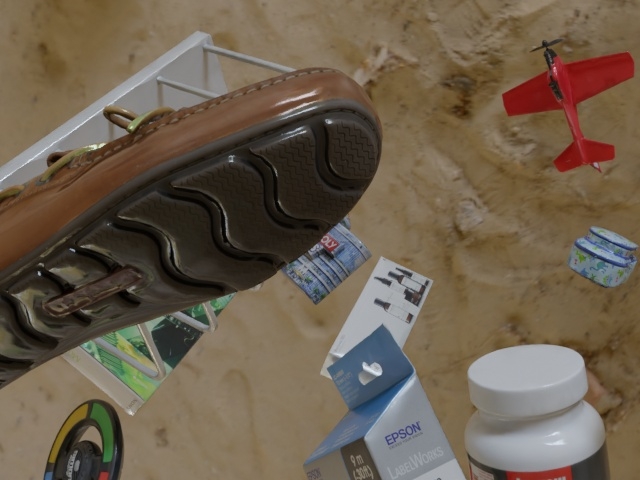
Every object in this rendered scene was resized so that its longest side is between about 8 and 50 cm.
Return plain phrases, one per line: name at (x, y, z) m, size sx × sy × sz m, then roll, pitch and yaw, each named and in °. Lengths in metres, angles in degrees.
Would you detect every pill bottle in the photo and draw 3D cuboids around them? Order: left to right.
pill bottle at (0.332, 0.357, 1.373) m, size 0.210 × 0.210 × 0.362 m, roll -3°, pitch 106°, yaw 32°

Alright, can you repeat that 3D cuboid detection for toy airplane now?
toy airplane at (0.251, -0.131, 0.914) m, size 0.151 × 0.028 × 0.151 m, roll 21°, pitch 127°, yaw 31°

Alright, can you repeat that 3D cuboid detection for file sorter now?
file sorter at (-0.132, -0.034, 0.862) m, size 0.173 × 0.278 × 0.192 m, roll 24°, pitch 144°, yaw 36°

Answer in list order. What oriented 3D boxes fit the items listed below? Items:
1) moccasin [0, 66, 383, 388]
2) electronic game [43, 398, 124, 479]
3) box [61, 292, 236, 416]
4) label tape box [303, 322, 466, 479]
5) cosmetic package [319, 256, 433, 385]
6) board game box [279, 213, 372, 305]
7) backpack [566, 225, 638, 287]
moccasin at (-0.134, -0.016, 0.622) m, size 0.380 × 0.139 × 0.147 m, roll -29°, pitch 45°, yaw 23°
electronic game at (-0.395, 0.375, 1.490) m, size 0.229 × 0.048 × 0.229 m, roll -27°, pitch 51°, yaw 39°
box at (-0.297, 0.099, 1.461) m, size 0.232 × 0.322 × 0.058 m, roll 41°, pitch 130°, yaw -4°
label tape box at (0.078, 0.309, 1.156) m, size 0.347 × 0.115 × 0.249 m, roll 64°, pitch 154°, yaw 12°
cosmetic package at (0.091, 0.131, 1.406) m, size 0.099 × 0.239 × 0.060 m, roll 24°, pitch 133°, yaw 8°
board game box at (0.000, 0.000, 1.752) m, size 0.194 × 0.060 × 0.194 m, roll -42°, pitch 45°, yaw -8°
backpack at (0.472, 0.026, 1.516) m, size 0.105 × 0.114 × 0.084 m, roll 29°, pitch 112°, yaw 25°
